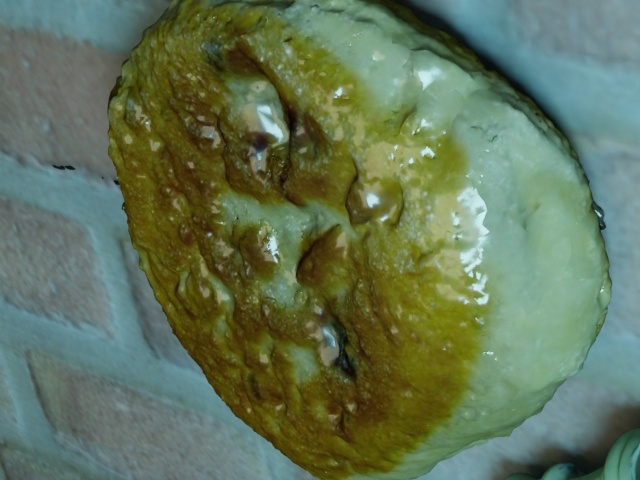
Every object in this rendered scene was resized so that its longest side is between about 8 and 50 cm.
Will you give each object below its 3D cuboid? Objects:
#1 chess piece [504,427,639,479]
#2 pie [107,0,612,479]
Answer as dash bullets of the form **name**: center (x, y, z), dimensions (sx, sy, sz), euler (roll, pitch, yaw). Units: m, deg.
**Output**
- **chess piece**: center (0.136, 0.140, 0.655), dimensions (0.059, 0.059, 0.149), euler (55, 143, -5)
- **pie**: center (0.000, 0.000, 0.648), dimensions (0.315, 0.092, 0.315), euler (25, 134, 29)
